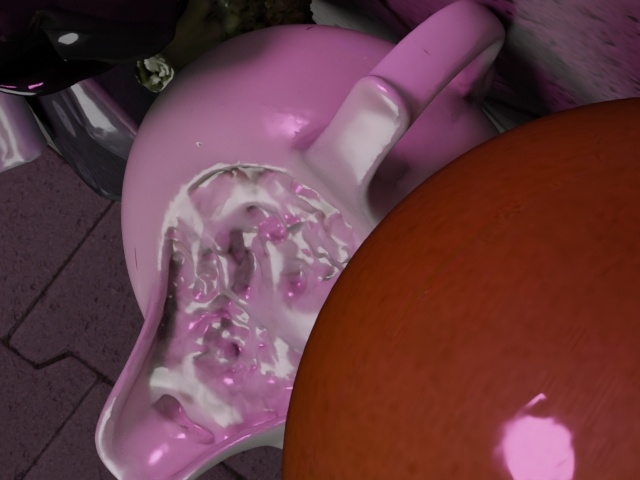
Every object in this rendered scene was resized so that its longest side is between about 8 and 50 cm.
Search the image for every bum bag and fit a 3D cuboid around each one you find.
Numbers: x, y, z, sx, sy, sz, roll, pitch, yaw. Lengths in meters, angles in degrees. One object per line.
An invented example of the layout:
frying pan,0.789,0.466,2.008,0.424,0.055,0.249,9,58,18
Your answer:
bum bag,-0.157,-0.136,0.924,0.144,0.095,0.340,-6,-159,-11

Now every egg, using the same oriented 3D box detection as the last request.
egg,0.113,0.078,0.671,0.250,0.250,0.322,37,-179,1

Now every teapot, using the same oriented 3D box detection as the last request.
teapot,0.000,0.000,0.879,0.204,0.298,0.139,41,-140,14

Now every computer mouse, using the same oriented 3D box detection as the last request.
computer mouse,-0.185,-0.180,1.209,0.379,0.090,0.167,52,164,15

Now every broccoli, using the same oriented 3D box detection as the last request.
broccoli,-0.049,-0.106,0.954,0.095,0.092,0.097,36,148,27

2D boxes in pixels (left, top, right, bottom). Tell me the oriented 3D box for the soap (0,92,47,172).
soap,-0.272,-0.162,1.189,0.160,0.087,0.265,39,158,51
